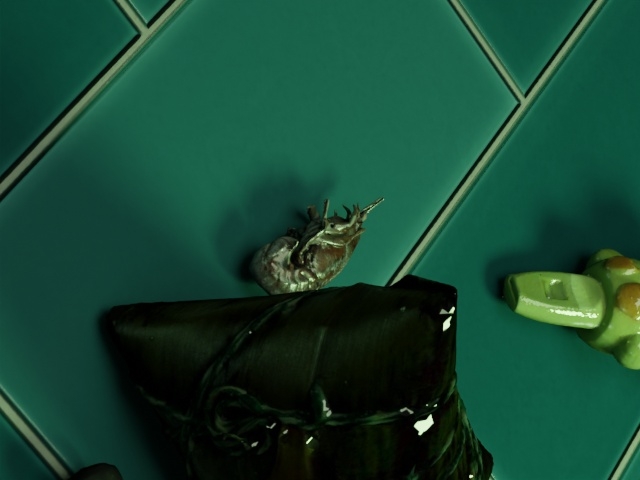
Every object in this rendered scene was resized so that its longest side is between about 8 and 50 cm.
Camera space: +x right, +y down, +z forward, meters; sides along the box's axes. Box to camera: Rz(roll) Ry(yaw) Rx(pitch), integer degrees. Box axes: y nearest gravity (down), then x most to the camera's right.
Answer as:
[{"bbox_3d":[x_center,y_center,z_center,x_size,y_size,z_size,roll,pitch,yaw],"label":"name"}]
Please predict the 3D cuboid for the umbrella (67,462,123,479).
[{"bbox_3d":[-0.122,0.344,1.488,0.113,0.106,0.357,-23,88,-52],"label":"umbrella"}]

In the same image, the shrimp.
[{"bbox_3d":[0.000,0.000,1.686,0.065,0.057,0.165,54,48,-11],"label":"shrimp"}]

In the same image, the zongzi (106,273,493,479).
[{"bbox_3d":[0.044,0.170,1.596,0.362,0.319,0.383,-38,123,-50],"label":"zongzi"}]

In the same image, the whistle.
[{"bbox_3d":[0.326,0.061,1.908,0.294,0.141,0.141,19,68,-37],"label":"whistle"}]
